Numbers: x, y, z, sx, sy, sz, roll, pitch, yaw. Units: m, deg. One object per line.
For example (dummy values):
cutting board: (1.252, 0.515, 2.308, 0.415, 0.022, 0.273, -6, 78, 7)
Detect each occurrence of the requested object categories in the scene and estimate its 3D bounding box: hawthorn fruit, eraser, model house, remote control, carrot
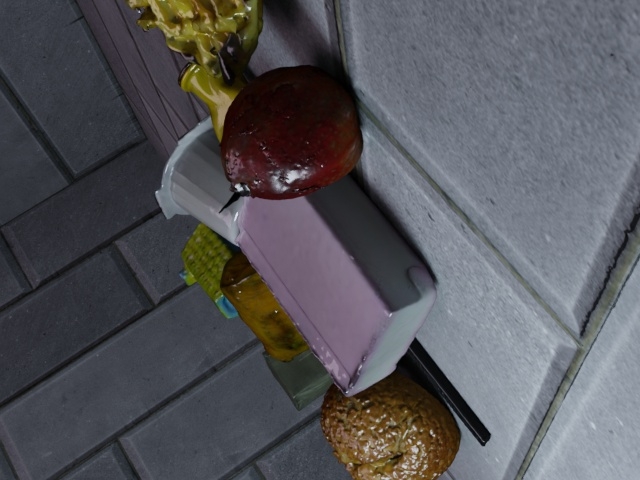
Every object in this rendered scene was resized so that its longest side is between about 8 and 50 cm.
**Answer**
hawthorn fruit: (-0.056, -0.125, 1.097, 0.181, 0.235, 0.181, 43, 164, 15)
eraser: (0.013, 0.037, 1.355, 0.359, 0.122, 0.272, 51, 143, 25)
model house: (-0.208, 0.047, 2.164, 0.237, 0.303, 0.215, 46, 172, 42)
remote control: (0.233, 0.279, 1.556, 0.245, 0.025, 0.063, 52, 170, 20)
carrot: (-0.099, 0.103, 1.940, 0.241, 0.241, 0.341, 45, 166, 47)

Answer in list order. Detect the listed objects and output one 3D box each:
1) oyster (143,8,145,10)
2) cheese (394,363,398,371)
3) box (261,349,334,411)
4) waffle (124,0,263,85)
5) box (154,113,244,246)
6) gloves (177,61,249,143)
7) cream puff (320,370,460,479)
oyster: (-0.338, -0.486, 1.838, 0.106, 0.061, 0.200, 41, 176, -14)
cheese: (0.080, 0.219, 1.841, 0.214, 0.117, 0.226, 44, 161, 26)
box: (-0.011, 0.309, 2.188, 0.149, 0.231, 0.155, 52, 168, 23)
waffle: (-0.205, -0.404, 1.074, 0.379, 0.095, 0.382, 42, 152, 13)
box: (-0.176, -0.105, 1.807, 0.206, 0.262, 0.291, 39, -160, 28)
gloves: (-0.124, -0.210, 1.511, 0.294, 0.116, 0.133, 52, 160, 6)
cream puff: (0.130, 0.402, 1.721, 0.303, 0.212, 0.303, 28, 153, 16)
